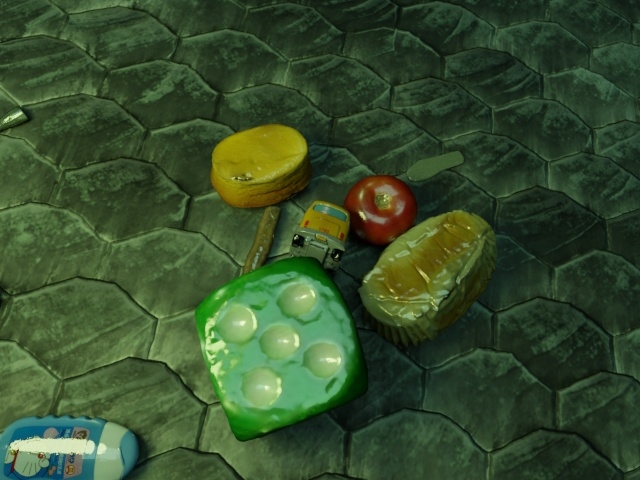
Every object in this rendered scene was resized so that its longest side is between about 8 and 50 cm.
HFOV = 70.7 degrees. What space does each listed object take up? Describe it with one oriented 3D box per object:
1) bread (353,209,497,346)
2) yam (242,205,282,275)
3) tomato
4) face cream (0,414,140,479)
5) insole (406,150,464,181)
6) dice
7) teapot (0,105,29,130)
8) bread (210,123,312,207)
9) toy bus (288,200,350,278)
[{"bbox_3d":[0.271,0.094,1.117,0.388,0.183,0.236,-34,63,-11],"label":"bread"},{"bbox_3d":[-0.150,0.021,1.140,0.056,0.057,0.242,16,67,-1],"label":"yam"},{"bbox_3d":[0.153,-0.077,1.170,0.194,0.136,0.195,2,70,-4],"label":"tomato"},{"bbox_3d":[-0.506,0.436,0.919,0.263,0.083,0.149,4,72,-7],"label":"face cream"},{"bbox_3d":[0.333,-0.218,1.313,0.191,0.010,0.063,-21,75,-15],"label":"insole"},{"bbox_3d":[-0.082,0.224,0.944,0.286,0.297,0.300,-20,74,-11],"label":"dice"},{"bbox_3d":[-0.823,-0.306,1.176,0.110,0.043,0.043,-37,78,-14],"label":"teapot"},{"bbox_3d":[-0.150,-0.190,1.166,0.269,0.143,0.196,-22,63,-17],"label":"bread"},{"bbox_3d":[0.000,0.000,1.089,0.125,0.210,0.136,19,59,0],"label":"toy bus"}]
